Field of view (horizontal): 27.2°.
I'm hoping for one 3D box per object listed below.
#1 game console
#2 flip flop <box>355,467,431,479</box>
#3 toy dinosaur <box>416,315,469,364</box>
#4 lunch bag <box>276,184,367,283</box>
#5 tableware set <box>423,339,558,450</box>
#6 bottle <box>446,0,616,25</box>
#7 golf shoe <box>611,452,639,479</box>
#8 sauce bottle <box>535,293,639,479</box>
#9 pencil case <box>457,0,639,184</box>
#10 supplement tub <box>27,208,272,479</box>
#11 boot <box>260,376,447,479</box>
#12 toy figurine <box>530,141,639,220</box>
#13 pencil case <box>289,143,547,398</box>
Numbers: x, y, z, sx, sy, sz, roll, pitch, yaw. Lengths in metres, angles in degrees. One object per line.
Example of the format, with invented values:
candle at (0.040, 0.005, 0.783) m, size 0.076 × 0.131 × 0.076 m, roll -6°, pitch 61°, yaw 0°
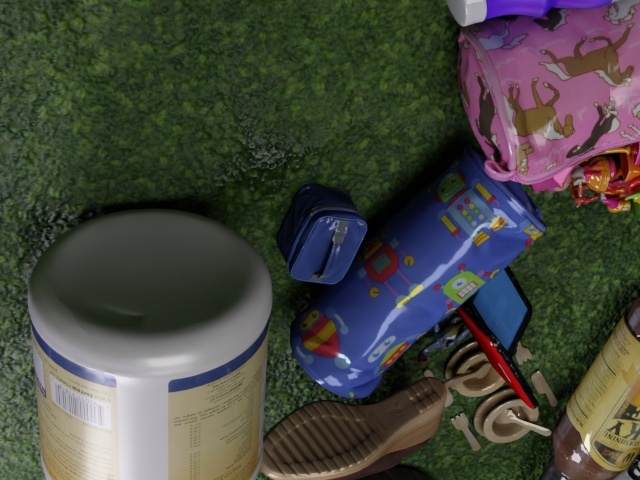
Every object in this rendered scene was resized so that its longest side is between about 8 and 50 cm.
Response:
game console at (0.216, 0.097, 1.483) m, size 0.085 × 0.124 × 0.144 m, roll -38°, pitch 131°, yaw -2°
flip flop at (0.048, 0.349, 1.651) m, size 0.277 × 0.112 × 0.080 m, roll 4°, pitch 151°, yaw -28°
toy dinosaur at (0.151, 0.116, 1.533) m, size 0.090 × 0.047 × 0.082 m, roll 26°, pitch 115°, yaw -37°
lunch bag at (0.000, 0.000, 1.366) m, size 0.067 × 0.065 × 0.098 m, roll 7°, pitch 123°, yaw -26°
tableware set at (0.216, 0.193, 1.626) m, size 0.128 × 0.039 × 0.194 m, roll -31°, pitch 132°, yaw 4°
bottle at (0.251, -0.270, 1.213) m, size 0.283 × 0.118 × 0.092 m, roll -20°, pitch 132°, yaw -7°
golf shoe at (0.453, 0.301, 1.794) m, size 0.198 × 0.077 × 0.094 m, roll -32°, pitch 121°, yaw -4°
sauce bottle at (0.366, 0.222, 1.663) m, size 0.111 × 0.111 × 0.344 m, roll 7°, pitch 125°, yaw -26°
pencil case at (0.321, -0.178, 1.285) m, size 0.386 × 0.167 × 0.160 m, roll -16°, pitch 136°, yaw -5°
supplement tub at (-0.167, 0.151, 1.313) m, size 0.228 × 0.228 × 0.316 m, roll -7°, pitch 129°, yaw -16°
boot at (0.024, 0.249, 1.510) m, size 0.248 × 0.090 × 0.207 m, roll -17°, pitch 155°, yaw -26°
toy figurine at (0.284, -0.082, 1.407) m, size 0.159 × 0.130 × 0.173 m, roll 0°, pitch 153°, yaw -5°
pencil case at (0.102, 0.041, 1.403) m, size 0.306 × 0.119 × 0.133 m, roll -45°, pitch 134°, yaw 16°
